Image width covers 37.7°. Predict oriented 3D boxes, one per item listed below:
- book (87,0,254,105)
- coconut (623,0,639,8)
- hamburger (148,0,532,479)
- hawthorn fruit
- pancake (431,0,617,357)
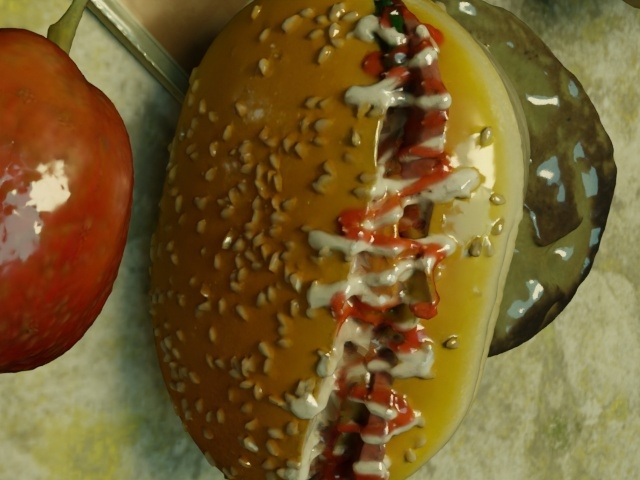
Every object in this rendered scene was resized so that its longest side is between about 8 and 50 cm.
[{"bbox_3d":[-0.077,-0.190,0.587,0.242,0.018,0.170,48,71,-30],"label":"book"},{"bbox_3d":[0.266,-0.325,0.625,0.352,0.352,0.353,-5,99,-33],"label":"coconut"},{"bbox_3d":[0.000,0.000,0.536,0.151,0.227,0.295,-14,117,-52],"label":"hamburger"},{"bbox_3d":[-0.141,-0.071,0.476,0.165,0.165,0.285,36,74,-32],"label":"hawthorn fruit"},{"bbox_3d":[0.108,-0.039,0.712,0.294,0.049,0.295,-4,99,-29],"label":"pancake"}]
